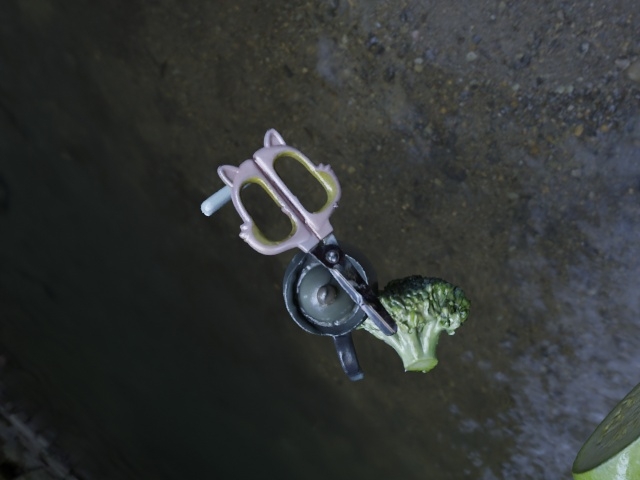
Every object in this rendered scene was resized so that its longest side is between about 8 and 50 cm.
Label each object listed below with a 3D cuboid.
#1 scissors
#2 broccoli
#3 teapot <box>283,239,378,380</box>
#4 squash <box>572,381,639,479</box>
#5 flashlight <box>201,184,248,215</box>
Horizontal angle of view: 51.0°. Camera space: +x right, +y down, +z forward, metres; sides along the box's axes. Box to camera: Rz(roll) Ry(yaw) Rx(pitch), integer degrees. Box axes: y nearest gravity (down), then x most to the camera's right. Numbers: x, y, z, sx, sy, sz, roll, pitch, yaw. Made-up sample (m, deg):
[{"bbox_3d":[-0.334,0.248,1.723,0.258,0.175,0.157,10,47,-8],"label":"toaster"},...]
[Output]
[{"bbox_3d":[0.000,0.000,0.888,0.317,0.160,0.024,50,164,0],"label":"scissors"},{"bbox_3d":[0.229,0.212,1.707,0.288,0.248,0.245,-28,64,42],"label":"broccoli"},{"bbox_3d":[0.011,0.147,1.463,0.223,0.305,0.285,10,179,4],"label":"teapot"},{"bbox_3d":[0.374,0.192,0.768,0.189,0.189,0.260,7,127,40],"label":"squash"},{"bbox_3d":[-0.261,-0.145,1.923,0.047,0.200,0.093,51,169,-2],"label":"flashlight"}]
